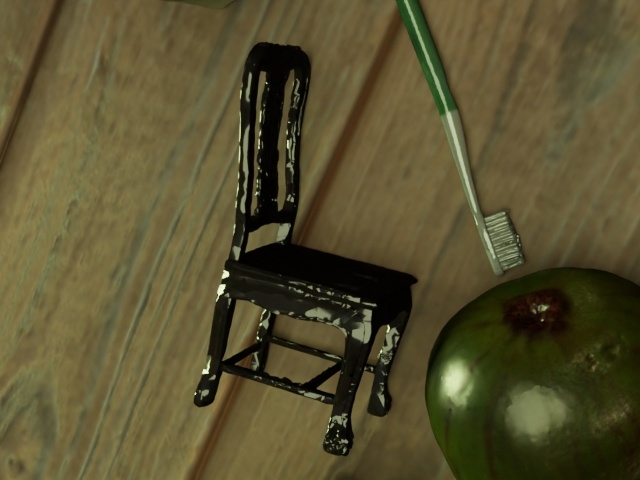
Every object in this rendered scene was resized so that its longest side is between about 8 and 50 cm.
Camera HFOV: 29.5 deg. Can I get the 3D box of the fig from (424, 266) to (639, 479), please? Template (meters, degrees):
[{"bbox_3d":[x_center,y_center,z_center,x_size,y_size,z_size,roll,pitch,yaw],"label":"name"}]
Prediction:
[{"bbox_3d":[0.151,0.141,0.745,0.151,0.151,0.259,-6,122,17],"label":"fig"}]

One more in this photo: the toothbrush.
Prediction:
[{"bbox_3d":[0.074,-0.100,0.770,0.024,0.018,0.257,-22,90,15],"label":"toothbrush"}]

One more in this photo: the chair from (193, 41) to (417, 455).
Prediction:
[{"bbox_3d":[0.000,0.000,0.759,0.113,0.106,0.229,14,101,15],"label":"chair"}]

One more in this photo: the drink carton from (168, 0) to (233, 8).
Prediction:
[{"bbox_3d":[-0.130,-0.308,0.714,0.132,0.194,0.324,-31,88,19],"label":"drink carton"}]
